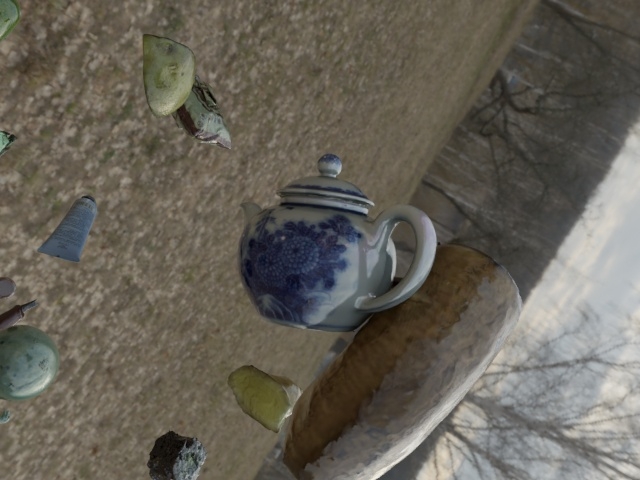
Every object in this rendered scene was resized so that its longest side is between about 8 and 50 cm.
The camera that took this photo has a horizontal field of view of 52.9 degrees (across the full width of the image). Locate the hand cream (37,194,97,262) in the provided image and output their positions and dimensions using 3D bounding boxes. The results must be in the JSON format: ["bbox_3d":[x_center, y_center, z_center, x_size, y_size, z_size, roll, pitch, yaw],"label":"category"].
[{"bbox_3d":[-0.584,-0.029,1.518,0.271,0.091,0.058,-98,-148,-59],"label":"hand cream"}]

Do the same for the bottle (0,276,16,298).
[{"bbox_3d":[-0.764,0.114,1.552,0.053,0.053,0.140,-56,-159,-17],"label":"bottle"}]

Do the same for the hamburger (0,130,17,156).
[{"bbox_3d":[-0.778,-0.212,1.261,0.260,0.276,0.150,-27,-159,2],"label":"hamburger"}]

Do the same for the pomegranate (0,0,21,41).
[{"bbox_3d":[-0.835,-0.569,1.580,0.187,0.225,0.187,-15,118,-30],"label":"pomegranate"}]

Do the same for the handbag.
[{"bbox_3d":[-0.338,-0.350,1.706,0.127,0.235,0.213,-37,167,18],"label":"handbag"}]

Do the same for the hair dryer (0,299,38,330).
[{"bbox_3d":[-0.976,0.290,1.936,0.340,0.312,0.123,-40,134,-39],"label":"hair dryer"}]

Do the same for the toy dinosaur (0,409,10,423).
[{"bbox_3d":[-0.857,0.477,1.594,0.044,0.106,0.187,-33,-158,23],"label":"toy dinosaur"}]

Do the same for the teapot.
[{"bbox_3d":[0.000,0.000,1.025,0.252,0.424,0.280,10,87,-46],"label":"teapot"}]

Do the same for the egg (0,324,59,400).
[{"bbox_3d":[-0.680,0.277,1.452,0.169,0.169,0.236,-54,-172,-25],"label":"egg"}]

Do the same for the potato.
[{"bbox_3d":[-0.293,-0.313,1.249,0.149,0.081,0.120,73,23,-81],"label":"potato"}]

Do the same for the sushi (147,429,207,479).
[{"bbox_3d":[-0.272,0.422,1.234,0.094,0.084,0.098,-62,140,-42],"label":"sushi"}]

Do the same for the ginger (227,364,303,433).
[{"bbox_3d":[-0.135,0.377,1.636,0.122,0.193,0.115,-14,135,-62],"label":"ginger"}]

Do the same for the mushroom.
[{"bbox_3d":[0.127,0.225,1.001,0.397,0.224,0.313,-48,180,-30],"label":"mushroom"}]
